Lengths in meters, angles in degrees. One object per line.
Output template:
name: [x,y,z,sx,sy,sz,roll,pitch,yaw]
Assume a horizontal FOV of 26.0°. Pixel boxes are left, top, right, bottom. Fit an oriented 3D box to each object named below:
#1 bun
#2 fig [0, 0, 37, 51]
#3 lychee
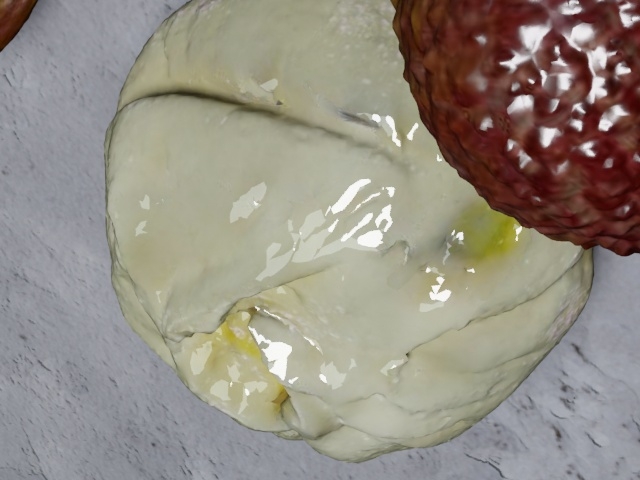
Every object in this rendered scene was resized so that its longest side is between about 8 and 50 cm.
bun: [0.000,0.000,0.945,0.365,0.219,0.365,14,130,18]
fig: [-0.313,-0.209,0.980,0.263,0.224,0.224,3,124,22]
lychee: [0.162,-0.122,0.739,0.261,0.260,0.260,16,130,20]
